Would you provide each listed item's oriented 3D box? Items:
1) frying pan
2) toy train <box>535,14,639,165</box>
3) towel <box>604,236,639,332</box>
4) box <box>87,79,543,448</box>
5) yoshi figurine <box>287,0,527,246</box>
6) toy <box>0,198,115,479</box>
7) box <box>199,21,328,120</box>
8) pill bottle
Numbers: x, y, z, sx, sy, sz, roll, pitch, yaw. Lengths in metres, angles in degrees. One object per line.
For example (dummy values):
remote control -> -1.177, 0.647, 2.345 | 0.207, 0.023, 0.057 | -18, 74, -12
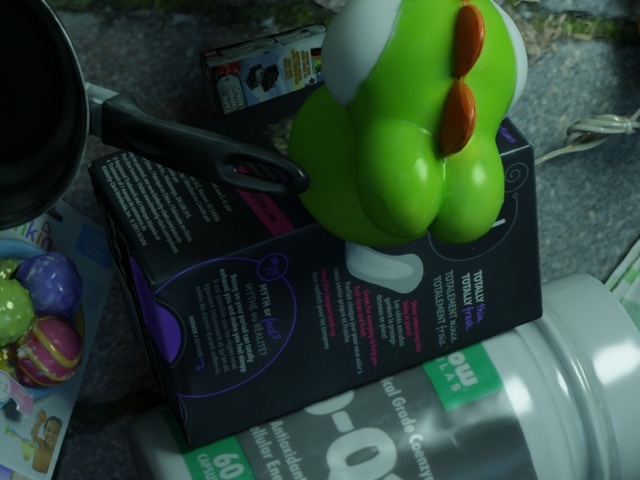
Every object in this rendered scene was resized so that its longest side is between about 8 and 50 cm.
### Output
frying pan -> -0.170, -0.106, 1.095 | 0.326, 0.053, 0.197 | -7, 112, 25
toy train -> 0.256, -0.153, 1.326 | 0.248, 0.105, 0.143 | -17, 110, 4
towel -> 0.384, -0.007, 1.496 | 0.248, 0.038, 0.325 | 22, 109, -33
box -> 0.000, 0.000, 1.233 | 0.270, 0.143, 0.165 | -19, 133, -12
yoshi figurine -> 0.039, -0.149, 1.099 | 0.203, 0.362, 0.203 | -7, 154, 15
toy -> -0.200, 0.069, 1.195 | 0.137, 0.056, 0.237 | 35, 60, -36
box -> -0.031, -0.080, 1.280 | 0.094, 0.027, 0.137 | -16, 125, -15
pill bottle -> 0.059, 0.161, 1.320 | 0.361, 0.204, 0.204 | -20, 126, -13
